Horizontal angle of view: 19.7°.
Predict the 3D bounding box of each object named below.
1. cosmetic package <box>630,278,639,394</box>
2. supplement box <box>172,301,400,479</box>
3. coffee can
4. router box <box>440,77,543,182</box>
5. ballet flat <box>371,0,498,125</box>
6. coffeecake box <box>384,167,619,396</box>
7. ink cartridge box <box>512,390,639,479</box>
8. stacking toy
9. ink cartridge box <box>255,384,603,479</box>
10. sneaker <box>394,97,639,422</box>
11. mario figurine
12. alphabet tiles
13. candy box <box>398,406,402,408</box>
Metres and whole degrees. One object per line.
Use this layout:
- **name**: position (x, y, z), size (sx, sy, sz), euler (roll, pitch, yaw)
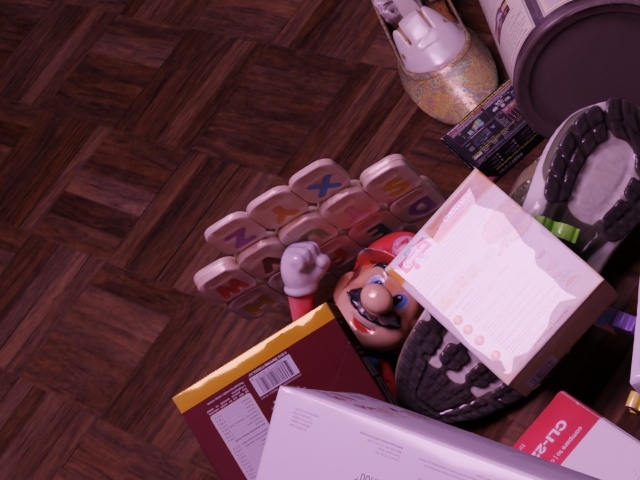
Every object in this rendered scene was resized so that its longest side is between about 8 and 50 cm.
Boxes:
- **cosmetic package**: position (0.431, 0.112, 1.654), size (0.224, 0.224, 0.138), euler (-14, 46, 32)
- **supplement box**: position (-0.016, 0.196, 1.933), size (0.191, 0.194, 0.129), euler (-32, -6, 3)
- **coffee can**: position (0.296, -0.272, 2.163), size (0.201, 0.201, 0.275), euler (-30, 39, 15)
- **router box**: position (0.218, -0.134, 2.231), size (0.122, 0.038, 0.092), euler (-41, 38, 1)
- **ballet flat**: position (0.132, -0.276, 2.383), size (0.123, 0.123, 0.348), euler (-33, 39, 12)
- **coffeecake box**: position (0.182, 0.042, 1.864), size (0.142, 0.068, 0.185), euler (-48, 63, 3)
- **ink cartridge box**: position (0.307, 0.276, 1.627), size (0.114, 0.197, 0.273), euler (-49, 38, -6)
- **stacking toy**: position (0.285, 0.077, 1.873), size (0.221, 0.052, 0.167), euler (19, 81, 26)
- **ink cartridge box**: position (0.083, 0.295, 1.549), size (0.309, 0.130, 0.272), euler (18, 93, 35)
- **sneaker**: position (0.223, 0.031, 2.030), size (0.410, 0.158, 0.182), euler (-51, 7, -8)
- **mario figurine**: position (0.021, 0.123, 2.039), size (0.320, 0.198, 0.170), euler (-55, 28, -9)
- **alphabet tiles**: position (0.000, 0.000, 2.113), size (0.284, 0.278, 0.021), euler (-31, 61, 13)
- **candy box**: position (0.040, 0.356, 1.718), size (0.268, 0.122, 0.317), euler (44, 107, 31)
